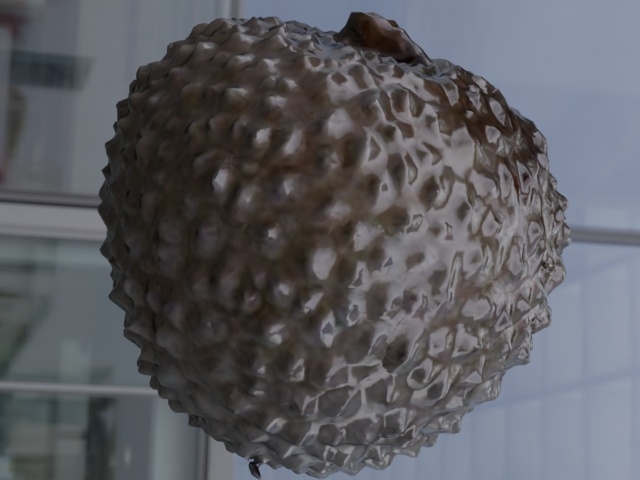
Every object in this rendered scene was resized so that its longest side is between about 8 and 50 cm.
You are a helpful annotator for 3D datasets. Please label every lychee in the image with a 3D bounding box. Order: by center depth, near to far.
[{"bbox_3d":[0.000,-0.003,0.977,0.300,0.300,0.300,-176,-90,-76],"label":"lychee"}]
